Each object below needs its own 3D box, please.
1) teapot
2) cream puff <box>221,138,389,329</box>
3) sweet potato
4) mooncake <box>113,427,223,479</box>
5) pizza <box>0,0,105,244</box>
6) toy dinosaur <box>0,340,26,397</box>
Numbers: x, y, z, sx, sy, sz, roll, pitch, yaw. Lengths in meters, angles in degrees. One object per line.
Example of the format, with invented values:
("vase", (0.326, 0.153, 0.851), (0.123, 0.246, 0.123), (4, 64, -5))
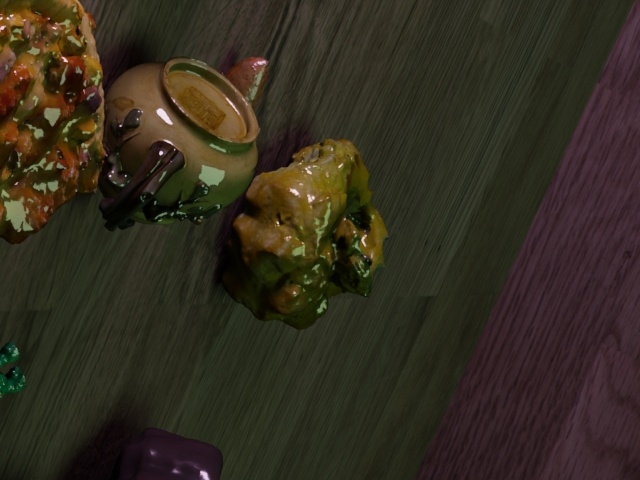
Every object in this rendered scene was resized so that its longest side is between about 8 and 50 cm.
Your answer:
("teapot", (-0.166, -0.079, 1.736), (0.182, 0.173, 0.269), (-45, -170, 29))
("cream puff", (0.000, -0.001, 2.240), (0.282, 0.185, 0.282), (-50, 160, -27))
("sweet potato", (-0.116, -0.120, 1.984), (0.050, 0.050, 0.214), (-17, 134, -65))
("mooncake", (-0.213, 0.376, 2.131), (0.283, 0.141, 0.283), (-168, -90, -87))
("pizza", (-0.282, -0.108, 1.473), (0.278, 0.114, 0.409), (-62, 160, -21))
("toy dinosaur", (-0.351, 0.146, 1.707), (0.096, 0.059, 0.132), (-34, 138, -40))
